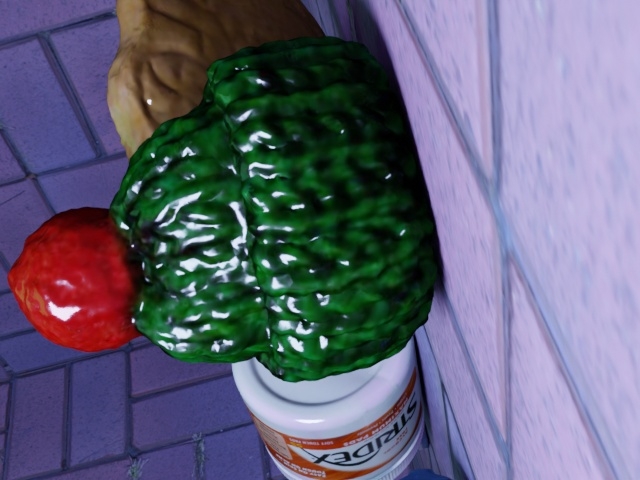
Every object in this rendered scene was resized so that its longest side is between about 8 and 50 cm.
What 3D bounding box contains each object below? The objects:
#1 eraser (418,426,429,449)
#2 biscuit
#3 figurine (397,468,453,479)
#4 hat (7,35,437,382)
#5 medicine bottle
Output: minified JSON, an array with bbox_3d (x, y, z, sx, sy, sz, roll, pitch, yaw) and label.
[{"bbox_3d":[0.163,0.330,1.561,0.225,0.036,0.082,72,-176,-79],"label":"eraser"},{"bbox_3d":[-0.062,-0.123,0.941,0.365,0.062,0.385,-13,-97,-52],"label":"biscuit"},{"bbox_3d":[0.104,0.352,0.878,0.262,0.154,0.180,-60,-12,-75],"label":"figurine"},{"bbox_3d":[-0.087,-0.008,0.698,0.242,0.332,0.274,111,144,-74],"label":"hat"},{"bbox_3d":[0.018,0.207,1.251,0.241,0.252,0.252,74,-179,-50],"label":"medicine bottle"}]
